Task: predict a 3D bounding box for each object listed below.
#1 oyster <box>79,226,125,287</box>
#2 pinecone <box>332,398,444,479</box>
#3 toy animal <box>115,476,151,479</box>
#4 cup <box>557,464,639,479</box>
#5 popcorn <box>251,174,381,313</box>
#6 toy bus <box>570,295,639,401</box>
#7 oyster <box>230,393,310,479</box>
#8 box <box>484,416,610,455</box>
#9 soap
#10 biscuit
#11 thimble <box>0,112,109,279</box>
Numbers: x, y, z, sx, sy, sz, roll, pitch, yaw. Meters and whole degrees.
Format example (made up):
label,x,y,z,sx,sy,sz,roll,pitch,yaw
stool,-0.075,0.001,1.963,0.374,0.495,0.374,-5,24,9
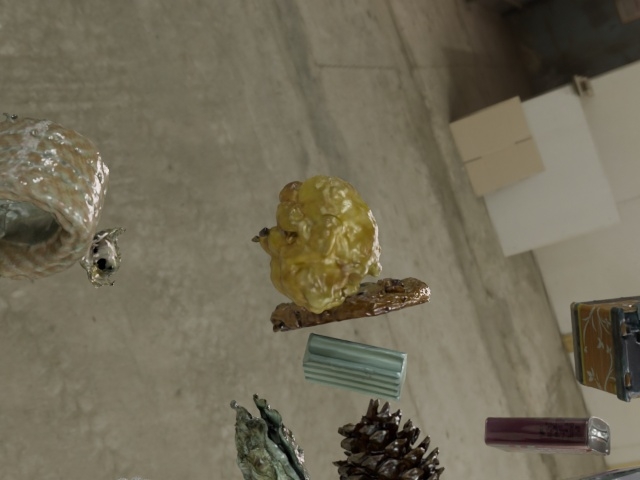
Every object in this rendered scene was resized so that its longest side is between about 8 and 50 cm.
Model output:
label,x,y,z,sx,sy,sz,roll,pitch,yaw
oyster,-0.353,0.026,1.245,0.200,0.061,0.106,101,-22,-87
pinecone,0.109,0.389,1.361,0.184,0.179,0.204,-38,90,-27
toy animal,-0.344,0.540,1.396,0.208,0.156,0.204,-150,-126,-67
cup,0.489,0.532,1.201,0.253,0.253,0.371,24,44,-57
popcorn,0.002,-0.003,1.328,0.191,0.190,0.253,-12,57,-23
toy bus,0.599,0.164,1.314,0.194,0.324,0.161,176,-91,-76
oyster,-0.085,0.417,1.458,0.267,0.112,0.198,60,-4,35
box,0.458,0.397,1.594,0.120,0.224,0.069,27,61,-44
soap,0.068,0.252,1.559,0.119,0.198,0.066,84,19,-55
biscuit,0.061,0.125,1.617,0.289,0.334,0.081,0,78,-73
thimble,-0.410,-0.055,1.106,0.196,0.229,0.148,24,47,-19
